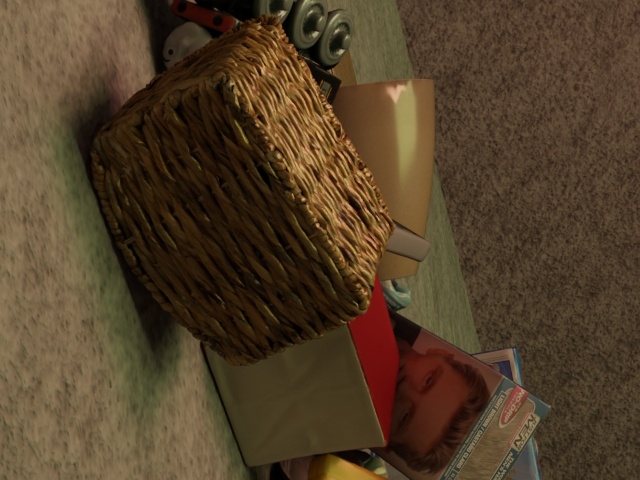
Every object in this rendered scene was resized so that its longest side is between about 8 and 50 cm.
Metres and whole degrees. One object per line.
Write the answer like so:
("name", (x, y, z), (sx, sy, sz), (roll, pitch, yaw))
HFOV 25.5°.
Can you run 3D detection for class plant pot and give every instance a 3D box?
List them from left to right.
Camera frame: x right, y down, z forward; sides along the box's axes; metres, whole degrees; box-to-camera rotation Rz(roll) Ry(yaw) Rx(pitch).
("plant pot", (0.058, -0.076, 2.038), (0.256, 0.257, 0.274), (-7, 88, -77))

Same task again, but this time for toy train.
("toy train", (-0.076, -0.239, 1.785), (0.334, 0.142, 0.190), (18, 94, -63))

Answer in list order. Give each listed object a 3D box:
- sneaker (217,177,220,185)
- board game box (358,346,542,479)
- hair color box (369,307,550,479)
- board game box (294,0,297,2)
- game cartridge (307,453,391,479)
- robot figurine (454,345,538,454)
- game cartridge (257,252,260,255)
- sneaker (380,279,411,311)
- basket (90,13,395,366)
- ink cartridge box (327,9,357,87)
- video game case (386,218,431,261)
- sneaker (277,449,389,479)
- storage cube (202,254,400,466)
("sneaker", (-0.126, -0.017, 1.581), (0.153, 0.094, 0.235), (-99, 180, -52))
("board game box", (0.165, 0.329, 2.071), (0.086, 0.308, 0.301), (10, 70, -78))
("hair color box", (0.119, 0.205, 1.854), (0.105, 0.174, 0.347), (35, -4, -36))
("board game box", (-0.085, -0.422, 2.005), (0.142, 0.144, 0.275), (61, 22, -55))
("game cartridge", (0.083, 0.449, 1.673), (0.285, 0.053, 0.323), (26, 58, -23))
("robot figurine", (0.205, 0.321, 2.248), (0.353, 0.200, 0.300), (36, -56, 49))
("game cartridge", (-0.085, 0.033, 1.899), (0.056, 0.017, 0.083), (-81, 156, -66))
("sneaker", (0.086, -0.003, 2.435), (0.110, 0.122, 0.283), (-60, 138, -72))
("basket", (-0.084, -0.047, 1.486), (0.299, 0.213, 0.223), (57, 22, -16))
("ink cartridge box", (0.004, -0.257, 2.378), (0.193, 0.088, 0.234), (-53, 131, -71))
("video game case", (-0.017, -0.069, 1.778), (0.036, 0.300, 0.329), (-59, 166, 3))
("sneaker", (0.023, 0.315, 1.884), (0.262, 0.121, 0.099), (11, 67, -76))
("storage cube", (-0.018, 0.134, 1.722), (0.193, 0.184, 0.215), (-76, 153, -59))
